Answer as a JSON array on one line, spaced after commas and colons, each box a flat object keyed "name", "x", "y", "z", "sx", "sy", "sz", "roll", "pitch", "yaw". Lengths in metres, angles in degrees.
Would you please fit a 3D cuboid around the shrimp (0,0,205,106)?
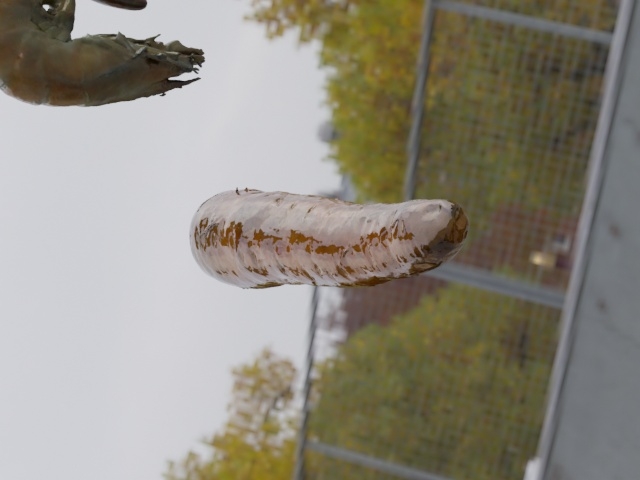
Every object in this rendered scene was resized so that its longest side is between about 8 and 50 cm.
[{"name": "shrimp", "x": -0.196, "y": -0.179, "z": 1.356, "sx": 0.236, "sy": 0.053, "sz": 0.133, "roll": -4, "pitch": -106, "yaw": -37}]

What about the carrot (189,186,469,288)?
[{"name": "carrot", "x": 0.000, "y": 0.000, "z": 0.649, "sx": 0.191, "sy": 0.047, "sz": 0.047, "roll": 3, "pitch": 75, "yaw": 59}]
